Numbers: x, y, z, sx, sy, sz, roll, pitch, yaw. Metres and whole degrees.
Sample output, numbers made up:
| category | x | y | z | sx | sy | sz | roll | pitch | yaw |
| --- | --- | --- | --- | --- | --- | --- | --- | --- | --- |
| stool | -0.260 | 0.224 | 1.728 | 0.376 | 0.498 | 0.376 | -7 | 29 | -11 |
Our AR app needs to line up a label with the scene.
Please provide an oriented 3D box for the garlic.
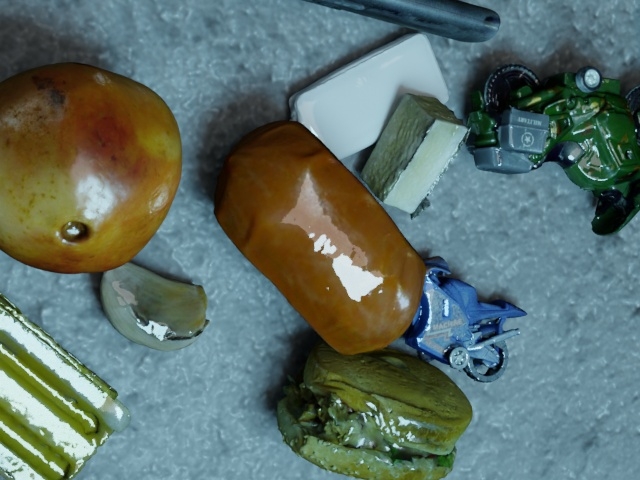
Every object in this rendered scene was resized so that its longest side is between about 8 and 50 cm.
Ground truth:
| category | x | y | z | sx | sy | sz | roll | pitch | yaw |
| --- | --- | --- | --- | --- | --- | --- | --- | --- | --- |
| garlic | -0.185 | 0.069 | 1.270 | 0.152 | 0.066 | 0.084 | 22 | 62 | -27 |

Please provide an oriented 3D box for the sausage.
| category | x | y | z | sx | sy | sz | roll | pitch | yaw |
| --- | --- | --- | --- | --- | --- | --- | --- | --- | --- |
| sausage | 0.001 | -0.001 | 1.275 | 0.141 | 0.153 | 0.268 | -39 | 102 | 2 |

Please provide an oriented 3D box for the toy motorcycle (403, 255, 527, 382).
| category | x | y | z | sx | sy | sz | roll | pitch | yaw |
| --- | --- | --- | --- | --- | --- | --- | --- | --- | --- |
| toy motorcycle | 0.145 | 0.085 | 1.402 | 0.205 | 0.076 | 0.114 | 27 | 80 | -24 |

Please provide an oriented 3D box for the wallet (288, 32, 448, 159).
| category | x | y | z | sx | sy | sz | roll | pitch | yaw |
| --- | --- | --- | --- | --- | --- | --- | --- | --- | --- |
| wallet | 0.053 | -0.156 | 1.345 | 0.190 | 0.033 | 0.095 | -27 | 106 | -17 |

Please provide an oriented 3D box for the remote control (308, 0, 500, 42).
| category | x | y | z | sx | sy | sz | roll | pitch | yaw |
| --- | --- | --- | --- | --- | --- | --- | --- | --- | --- |
| remote control | 0.002 | -0.267 | 1.267 | 0.378 | 0.107 | 0.044 | 10 | 91 | -24 |

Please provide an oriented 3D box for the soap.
| category | x | y | z | sx | sy | sz | roll | pitch | yaw |
| --- | --- | --- | --- | --- | --- | --- | --- | --- | --- |
| soap | -0.316 | 0.146 | 1.216 | 0.233 | 0.076 | 0.135 | 45 | 80 | -23 |

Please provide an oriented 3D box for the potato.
| category | x | y | z | sx | sy | sz | roll | pitch | yaw |
| --- | --- | --- | --- | --- | --- | --- | --- | --- | --- |
| potato | 0.101 | -0.093 | 1.330 | 0.061 | 0.086 | 0.122 | 18 | 111 | -36 |

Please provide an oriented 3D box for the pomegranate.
| category | x | y | z | sx | sy | sz | roll | pitch | yaw |
| --- | --- | --- | --- | --- | --- | --- | --- | --- | --- |
| pomegranate | -0.232 | -0.065 | 1.154 | 0.209 | 0.209 | 0.209 | -3 | 99 | -22 |

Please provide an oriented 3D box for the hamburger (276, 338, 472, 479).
| category | x | y | z | sx | sy | sz | roll | pitch | yaw |
| --- | --- | --- | --- | --- | --- | --- | --- | --- | --- |
| hamburger | 0.066 | 0.194 | 1.324 | 0.215 | 0.189 | 0.122 | 13 | 103 | -23 |

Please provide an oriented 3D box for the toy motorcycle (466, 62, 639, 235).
| category | x | y | z | sx | sy | sz | roll | pitch | yaw |
| --- | --- | --- | --- | --- | --- | --- | --- | --- | --- |
| toy motorcycle | 0.293 | -0.104 | 1.410 | 0.275 | 0.125 | 0.187 | 7 | 86 | -21 |
